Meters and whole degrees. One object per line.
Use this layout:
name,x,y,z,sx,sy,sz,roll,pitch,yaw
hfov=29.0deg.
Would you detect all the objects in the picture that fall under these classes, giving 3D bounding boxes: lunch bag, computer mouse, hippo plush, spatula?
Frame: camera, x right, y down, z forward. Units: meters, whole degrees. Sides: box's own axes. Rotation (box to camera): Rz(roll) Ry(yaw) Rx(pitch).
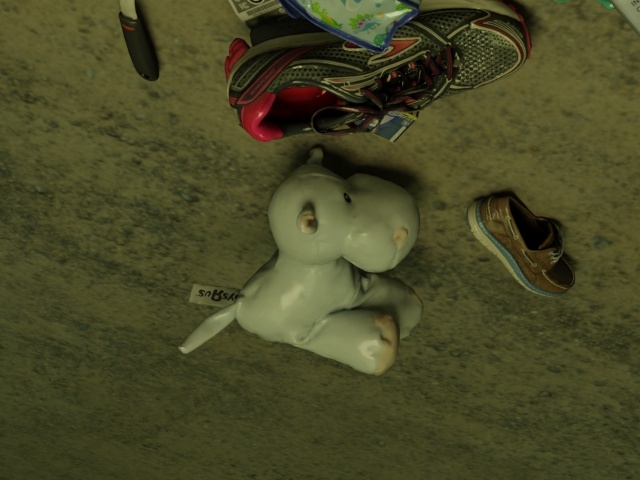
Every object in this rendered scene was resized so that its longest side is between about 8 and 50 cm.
lunch bag,0.016,-0.258,1.097,0.151,0.129,0.096,23,147,-17
computer mouse,-0.079,-0.271,1.198,0.106,0.042,0.193,-15,134,31
hippo plush,0.000,0.000,1.503,0.294,0.234,0.236,10,123,-4
spatula,-0.196,-0.252,1.272,0.084,0.030,0.296,23,153,11

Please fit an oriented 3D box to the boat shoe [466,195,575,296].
boat shoe,0.257,0.009,1.496,0.183,0.066,0.066,34,142,-31

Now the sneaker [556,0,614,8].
sneaker,0.203,-0.248,1.092,0.166,0.076,0.065,10,148,4

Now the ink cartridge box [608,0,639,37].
ink cartridge box,0.334,-0.215,0.978,0.186,0.065,0.311,-42,109,15

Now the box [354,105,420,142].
box,0.022,-0.168,1.311,0.169,0.054,0.059,22,148,-15

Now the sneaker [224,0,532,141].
sneaker,0.059,-0.156,1.204,0.299,0.112,0.121,-12,132,1
